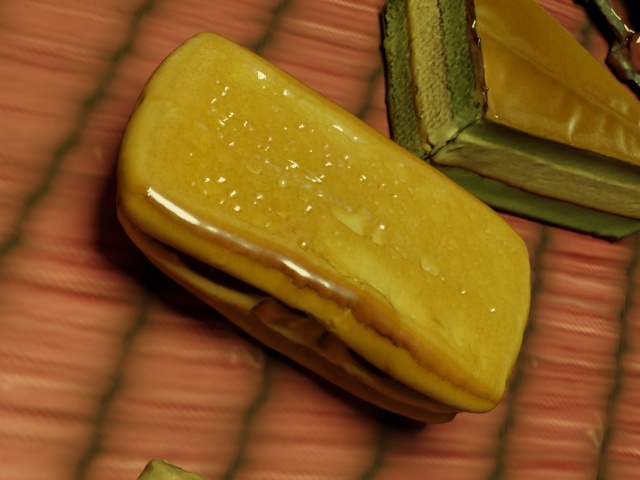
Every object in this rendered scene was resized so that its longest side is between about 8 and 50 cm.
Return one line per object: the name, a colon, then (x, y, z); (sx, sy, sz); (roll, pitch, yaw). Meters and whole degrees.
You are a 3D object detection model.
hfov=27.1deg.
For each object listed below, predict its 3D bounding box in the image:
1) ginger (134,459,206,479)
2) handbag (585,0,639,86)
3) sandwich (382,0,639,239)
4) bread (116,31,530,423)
ginger: (-0.030, 0.178, 0.429); (0.157, 0.102, 0.216); (-31, 85, -37)
handbag: (0.259, -0.212, 0.908); (0.275, 0.084, 0.260); (-20, 80, -42)
sandwich: (0.121, -0.078, 0.714); (0.163, 0.079, 0.113); (13, 58, -30)
bread: (0.000, 0.000, 0.577); (0.200, 0.077, 0.116); (32, 50, -17)
